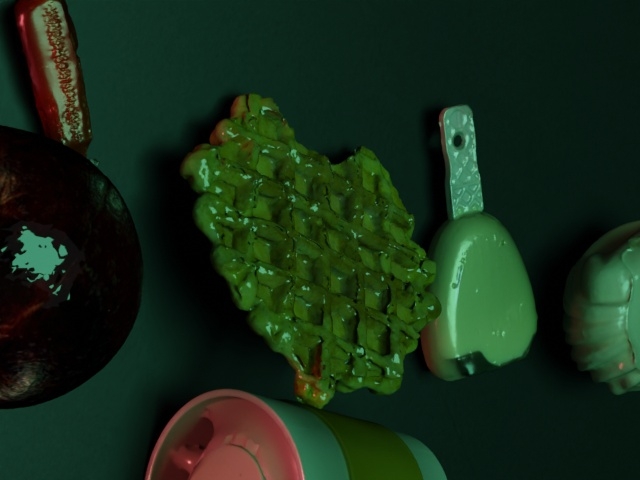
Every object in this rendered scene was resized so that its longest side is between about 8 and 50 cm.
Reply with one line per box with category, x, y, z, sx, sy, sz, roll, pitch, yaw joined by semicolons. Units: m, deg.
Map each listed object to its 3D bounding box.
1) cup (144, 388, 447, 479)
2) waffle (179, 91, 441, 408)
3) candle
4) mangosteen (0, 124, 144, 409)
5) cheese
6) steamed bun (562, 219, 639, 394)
cup;-0.028;0.244;1.598;0.226;0.185;0.241;10;119;-46
waffle;-0.001;0.001;1.612;0.291;0.051;0.291;28;47;-36
candle;-0.196;-0.114;1.481;0.053;0.048;0.162;-32;115;-53
mangosteen;-0.226;0.012;1.372;0.216;0.216;0.216;-5;97;-41
cheese;0.138;-0.001;1.779;0.127;0.054;0.252;-15;103;-39
steamed bun;0.306;0.067;1.896;0.183;0.106;0.183;-9;103;-42
